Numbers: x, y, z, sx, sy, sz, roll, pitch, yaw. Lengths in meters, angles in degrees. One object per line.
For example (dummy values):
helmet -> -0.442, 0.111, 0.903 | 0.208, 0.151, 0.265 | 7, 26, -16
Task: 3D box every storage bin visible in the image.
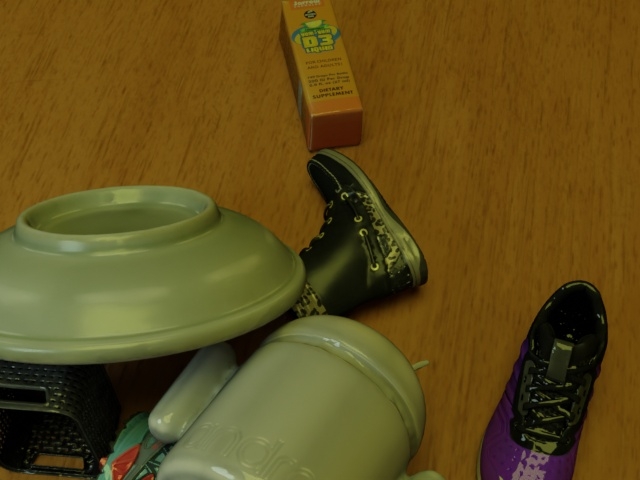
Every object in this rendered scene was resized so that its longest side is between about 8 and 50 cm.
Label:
storage bin -> -0.291, 0.178, 1.024 | 0.122, 0.180, 0.084 | 4, 55, 4

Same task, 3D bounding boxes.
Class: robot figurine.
robot figurine -> -0.022, 0.213, 0.968 | 0.300, 0.199, 0.353 | 31, 49, 11

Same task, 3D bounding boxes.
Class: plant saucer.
plant saucer -> -0.215, 0.012, 1.054 | 0.401, 0.100, 0.400 | -1, 17, 0

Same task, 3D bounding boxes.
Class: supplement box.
supplement box -> -0.002, -0.240, 1.369 | 0.078, 0.080, 0.233 | -9, 54, -8

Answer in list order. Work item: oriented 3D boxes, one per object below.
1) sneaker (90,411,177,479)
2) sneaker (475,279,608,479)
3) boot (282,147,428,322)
sneaker -> -0.190, 0.302, 0.987 | 0.125, 0.104, 0.261 | 17, 58, 9
sneaker -> 0.245, 0.164, 1.049 | 0.102, 0.146, 0.293 | 17, 57, 12
boot -> 0.000, 0.000, 1.202 | 0.179, 0.085, 0.236 | -29, 59, -14
